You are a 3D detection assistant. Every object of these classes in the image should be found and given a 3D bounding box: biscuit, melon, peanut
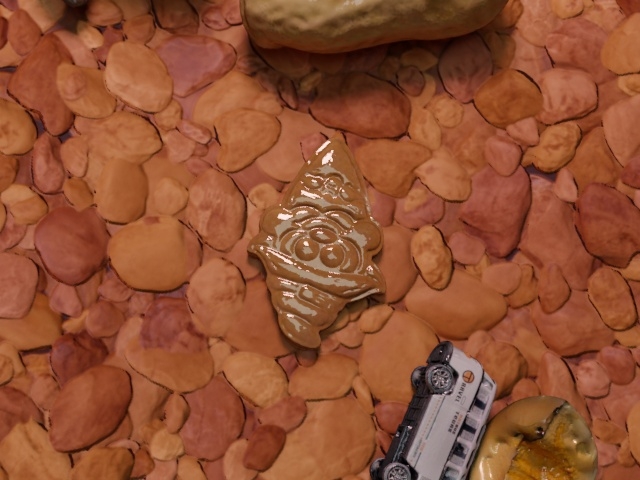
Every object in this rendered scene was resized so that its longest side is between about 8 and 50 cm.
[{"bbox_3d":[0.000,0.000,1.081,0.163,0.035,0.250,9,77,-5],"label":"biscuit"},{"bbox_3d":[0.227,0.247,1.019,0.128,0.079,0.160,31,83,-26],"label":"melon"},{"bbox_3d":[0.064,-0.296,1.089,0.319,0.147,0.147,-8,79,-1],"label":"peanut"}]

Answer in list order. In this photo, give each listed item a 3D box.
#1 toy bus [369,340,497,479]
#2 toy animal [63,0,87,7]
[{"bbox_3d":[0.123,0.208,1.016,0.089,0.087,0.193,25,78,-4],"label":"toy bus"},{"bbox_3d":[-0.336,-0.383,1.119,0.070,0.079,0.252,-28,82,-29],"label":"toy animal"}]
